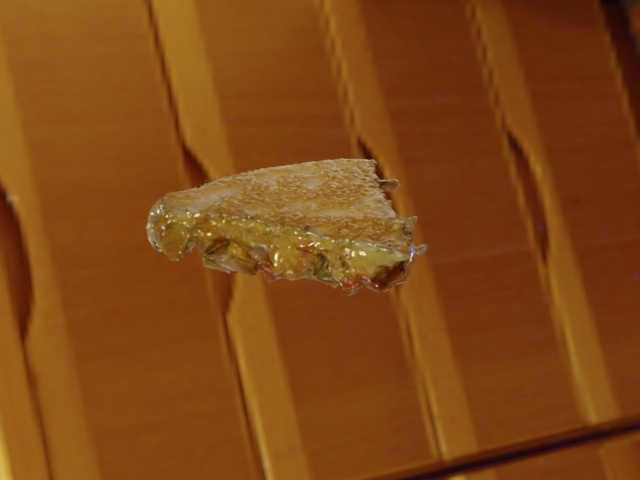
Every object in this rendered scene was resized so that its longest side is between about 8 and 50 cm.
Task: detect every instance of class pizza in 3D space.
[{"bbox_3d":[0.000,0.000,1.052,0.199,0.188,0.062,27,126,55],"label":"pizza"}]
